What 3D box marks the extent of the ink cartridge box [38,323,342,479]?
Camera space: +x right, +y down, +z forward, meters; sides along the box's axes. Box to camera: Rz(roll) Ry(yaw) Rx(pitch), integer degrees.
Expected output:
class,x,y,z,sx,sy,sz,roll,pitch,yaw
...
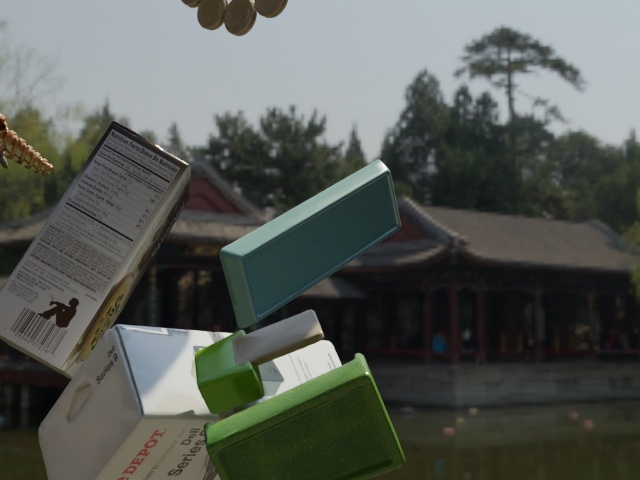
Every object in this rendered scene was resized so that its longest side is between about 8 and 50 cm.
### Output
class,x,y,z,sx,sy,sz,roll,pitch,yaw
ink cartridge box,-0.133,0.209,1.154,0.289,0.121,0.211,8,-48,-38

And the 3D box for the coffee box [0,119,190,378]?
class,x,y,z,sx,sy,sz,roll,pitch,yaw
coffee box,-0.289,0.018,1.332,0.119,0.297,0.168,30,-15,0

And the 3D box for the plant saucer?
class,x,y,z,sx,sy,sz,roll,pitch,yaw
plant saucer,0.000,0.000,0.828,0.018,0.067,0.192,8,29,42

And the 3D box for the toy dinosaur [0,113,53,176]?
class,x,y,z,sx,sy,sz,roll,pitch,yaw
toy dinosaur,-0.576,-0.172,1.623,0.164,0.322,0.218,-37,-19,-29

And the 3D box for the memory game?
class,x,y,z,sx,sy,sz,roll,pitch,yaw
memory game,-0.067,-0.278,0.960,0.186,0.186,0.012,-4,-10,39

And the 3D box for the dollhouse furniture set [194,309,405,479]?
class,x,y,z,sx,sy,sz,roll,pitch,yaw
dollhouse furniture set,0.010,0.237,0.999,0.151,0.301,0.197,-23,20,-1
